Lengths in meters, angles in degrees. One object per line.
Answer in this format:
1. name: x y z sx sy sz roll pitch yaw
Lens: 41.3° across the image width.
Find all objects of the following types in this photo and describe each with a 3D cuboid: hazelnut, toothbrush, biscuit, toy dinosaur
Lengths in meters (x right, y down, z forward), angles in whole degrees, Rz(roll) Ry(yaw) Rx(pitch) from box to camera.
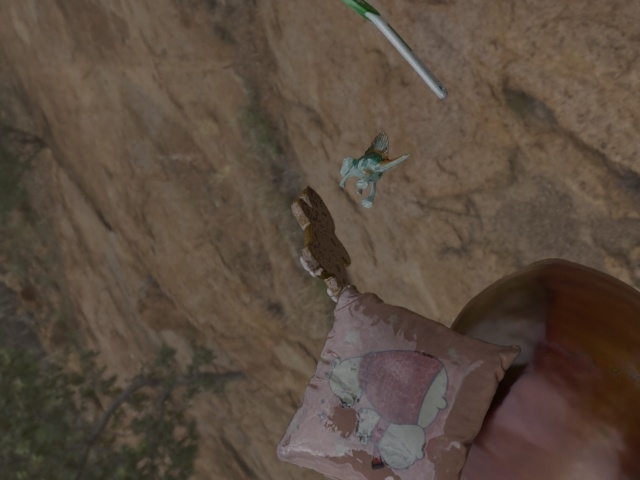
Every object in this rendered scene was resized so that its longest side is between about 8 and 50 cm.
1. hazelnut: 0.311 0.216 1.109 0.366 0.365 0.366 35 139 38
2. toothbrush: 0.049 -0.284 1.044 0.304 0.030 0.030 45 149 -7
3. biscuit: 0.000 0.000 1.188 0.138 0.031 0.205 47 -159 -37
4. toy dinosaur: 0.080 -0.118 1.251 0.044 0.106 0.187 21 144 -16

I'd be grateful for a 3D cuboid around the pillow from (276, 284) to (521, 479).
1. pillow: 0.086 0.188 0.977 0.223 0.236 0.084 23 175 19
